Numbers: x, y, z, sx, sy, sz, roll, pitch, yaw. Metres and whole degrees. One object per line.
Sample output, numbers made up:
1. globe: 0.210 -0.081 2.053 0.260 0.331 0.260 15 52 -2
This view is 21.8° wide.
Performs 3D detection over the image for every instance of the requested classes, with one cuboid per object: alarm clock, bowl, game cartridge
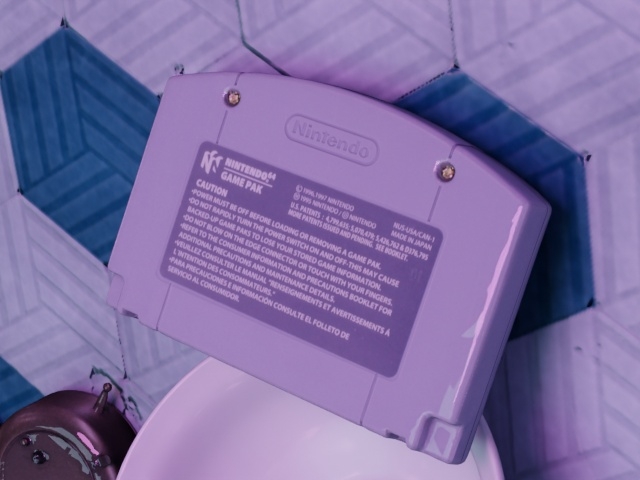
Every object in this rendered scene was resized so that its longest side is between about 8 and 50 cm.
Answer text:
1. alarm clock: -0.225 0.200 1.379 0.192 0.064 0.129 -27 90 32
2. bowl: 0.010 0.213 1.126 0.298 0.134 0.297 -11 65 25
3. game cartridge: 0.000 0.000 1.082 0.297 0.062 0.198 22 92 33

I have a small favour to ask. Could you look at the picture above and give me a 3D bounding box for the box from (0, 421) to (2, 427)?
1. box: -0.344 0.238 1.523 0.220 0.051 0.175 -37 84 42
